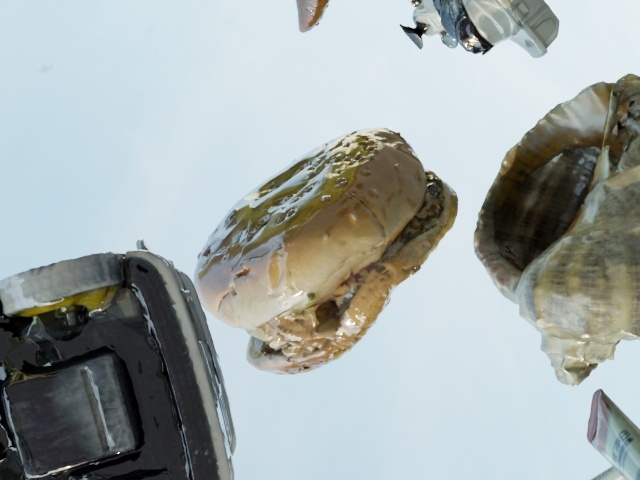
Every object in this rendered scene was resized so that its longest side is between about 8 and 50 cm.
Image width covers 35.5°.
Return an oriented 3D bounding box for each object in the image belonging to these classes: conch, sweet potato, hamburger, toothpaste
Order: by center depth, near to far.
[{"bbox_3d":[0.298,0.212,0.891,0.039,0.062,0.239,0,-161,-13],"label":"toothpaste"},{"bbox_3d":[0.000,0.000,0.914,0.146,0.243,0.286,50,179,-13],"label":"hamburger"},{"bbox_3d":[0.274,-0.001,0.974,0.159,0.210,0.291,26,-97,-28],"label":"conch"},{"bbox_3d":[0.004,-0.344,1.144,0.057,0.265,0.057,7,-131,-8],"label":"sweet potato"}]

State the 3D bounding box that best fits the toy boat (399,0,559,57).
[{"bbox_3d":[0.179,-0.287,1.221,0.140,0.141,0.269,34,180,-26],"label":"toy boat"}]

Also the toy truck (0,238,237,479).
[{"bbox_3d":[-0.223,0.110,0.502,0.175,0.367,0.146,-3,-102,-87],"label":"toy truck"}]

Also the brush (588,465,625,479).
[{"bbox_3d":[0.294,0.324,1.205,0.039,0.299,0.042,4,-128,-47],"label":"brush"}]
